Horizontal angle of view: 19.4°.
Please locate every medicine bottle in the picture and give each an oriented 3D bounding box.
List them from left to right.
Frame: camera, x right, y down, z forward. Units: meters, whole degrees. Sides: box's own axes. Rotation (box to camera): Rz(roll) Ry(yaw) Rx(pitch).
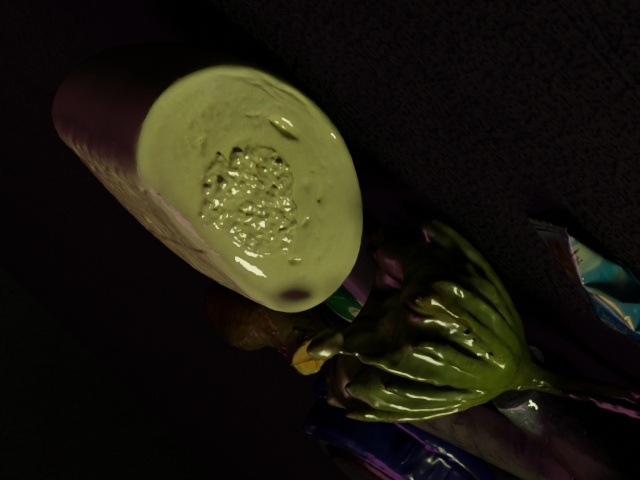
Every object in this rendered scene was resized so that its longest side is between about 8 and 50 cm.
[{"bbox_3d":[0.000,0.000,1.727,0.183,0.069,0.119,48,165,-32],"label":"medicine bottle"}]

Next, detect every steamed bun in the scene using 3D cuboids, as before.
[{"bbox_3d":[-0.084,-0.066,1.537,0.250,0.155,0.200,49,167,-30],"label":"steamed bun"}]

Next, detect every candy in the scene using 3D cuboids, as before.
[{"bbox_3d":[0.208,0.031,1.378,0.136,0.038,0.088,47,179,-7],"label":"candy"}]

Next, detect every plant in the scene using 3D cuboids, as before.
[{"bbox_3d":[0.150,0.129,1.586,0.333,0.180,0.251,35,177,-4],"label":"plant"}]

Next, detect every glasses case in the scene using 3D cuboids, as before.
[{"bbox_3d":[0.183,0.197,1.925,0.299,0.060,0.114,22,162,49],"label":"glasses case"}]

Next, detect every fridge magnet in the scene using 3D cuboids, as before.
[{"bbox_3d":[0.097,0.247,2.198,0.265,0.113,0.265,33,167,9],"label":"fridge magnet"}]

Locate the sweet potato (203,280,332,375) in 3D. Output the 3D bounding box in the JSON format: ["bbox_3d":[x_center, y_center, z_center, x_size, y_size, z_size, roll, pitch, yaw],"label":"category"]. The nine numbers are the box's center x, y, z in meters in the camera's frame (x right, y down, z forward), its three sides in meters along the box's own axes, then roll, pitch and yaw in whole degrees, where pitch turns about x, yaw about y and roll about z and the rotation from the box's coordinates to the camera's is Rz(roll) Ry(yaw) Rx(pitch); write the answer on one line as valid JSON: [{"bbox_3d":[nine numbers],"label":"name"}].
[{"bbox_3d":[-0.075,0.094,2.188,0.112,0.085,0.285,39,168,-26],"label":"sweet potato"}]

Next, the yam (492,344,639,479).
[{"bbox_3d":[0.229,0.173,1.715,0.169,0.068,0.068,43,165,-21],"label":"yam"}]
